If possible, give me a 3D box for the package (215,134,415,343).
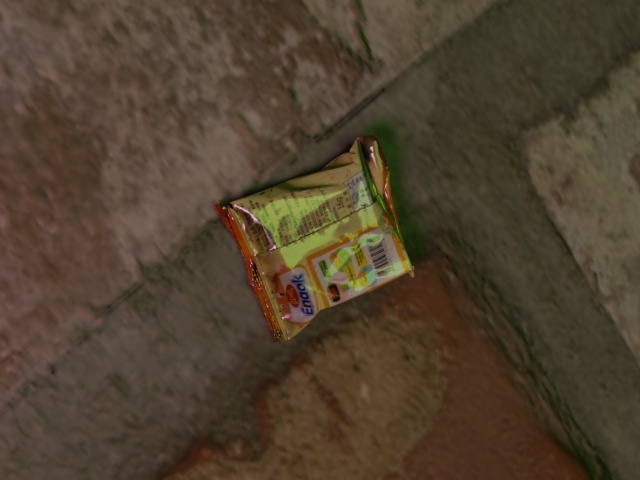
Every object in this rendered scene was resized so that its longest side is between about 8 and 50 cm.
[{"bbox_3d":[0.002,-0.001,0.907,0.121,0.031,0.108,-26,107,-14],"label":"package"}]
